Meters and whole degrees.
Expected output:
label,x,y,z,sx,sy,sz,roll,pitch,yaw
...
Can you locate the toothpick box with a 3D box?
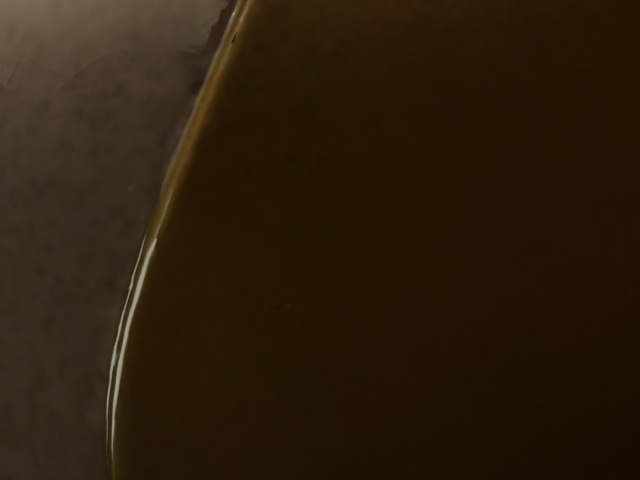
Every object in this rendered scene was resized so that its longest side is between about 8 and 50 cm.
label,x,y,z,sx,sy,sz,roll,pitch,yaw
toothpick box,0.000,0.000,0.800,0.409,0.425,0.409,165,90,-88
